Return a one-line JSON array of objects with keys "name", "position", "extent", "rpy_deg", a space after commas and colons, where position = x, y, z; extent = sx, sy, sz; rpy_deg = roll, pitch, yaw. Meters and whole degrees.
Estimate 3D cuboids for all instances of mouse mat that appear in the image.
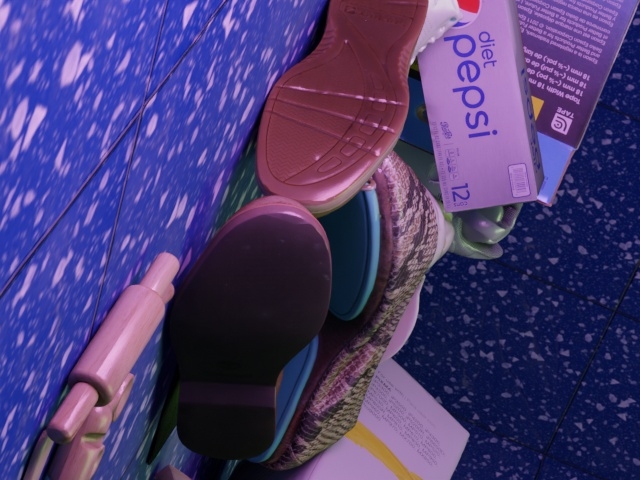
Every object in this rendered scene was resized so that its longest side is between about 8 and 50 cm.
[{"name": "mouse mat", "position": [-0.101, 0.088, 1.552], "extent": [0.152, 0.007, 0.189], "rpy_deg": [-58, 169, -58]}]

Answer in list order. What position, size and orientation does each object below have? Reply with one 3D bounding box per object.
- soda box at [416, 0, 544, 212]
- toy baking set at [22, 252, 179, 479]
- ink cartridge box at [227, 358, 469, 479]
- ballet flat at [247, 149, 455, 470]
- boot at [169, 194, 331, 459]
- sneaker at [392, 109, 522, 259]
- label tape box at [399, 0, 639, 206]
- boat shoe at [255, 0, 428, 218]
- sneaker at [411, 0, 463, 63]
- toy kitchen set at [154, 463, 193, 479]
[{"name": "soda box", "position": [0.139, -0.176, 1.666], "extent": [0.098, 0.091, 0.286], "rpy_deg": [-50, 131, -73]}, {"name": "toy baking set", "position": [-0.147, 0.129, 1.136], "extent": [0.256, 0.030, 0.196], "rpy_deg": [-61, 172, -49]}, {"name": "ink cartridge box", "position": [-0.019, 0.329, 1.986], "extent": [0.279, 0.160, 0.384], "rpy_deg": [-42, -172, 32]}, {"name": "ballet flat", "position": [0.032, 0.042, 1.741], "extent": [0.182, 0.164, 0.482], "rpy_deg": [-19, 148, -31]}, {"name": "boot", "position": [-0.059, 0.045, 1.389], "extent": [0.305, 0.112, 0.115], "rpy_deg": [109, -11, -52]}, {"name": "sneaker", "position": [0.133, -0.077, 2.065], "extent": [0.366, 0.210, 0.137], "rpy_deg": [-50, 162, -73]}, {"name": "label tape box", "position": [0.184, -0.206, 1.889], "extent": [0.106, 0.241, 0.333], "rpy_deg": [103, 12, -71]}, {"name": "boat shoe", "position": [0.020, -0.104, 1.421], "extent": [0.089, 0.105, 0.285], "rpy_deg": [103, 10, -45]}, {"name": "sneaker", "position": [0.078, -0.188, 1.591], "extent": [0.080, 0.094, 0.212], "rpy_deg": [61, -37, 43]}, {"name": "toy kitchen set", "position": [-0.147, 0.241, 1.645], "extent": [0.083, 0.075, 0.068], "rpy_deg": [-36, -136, 12]}]
